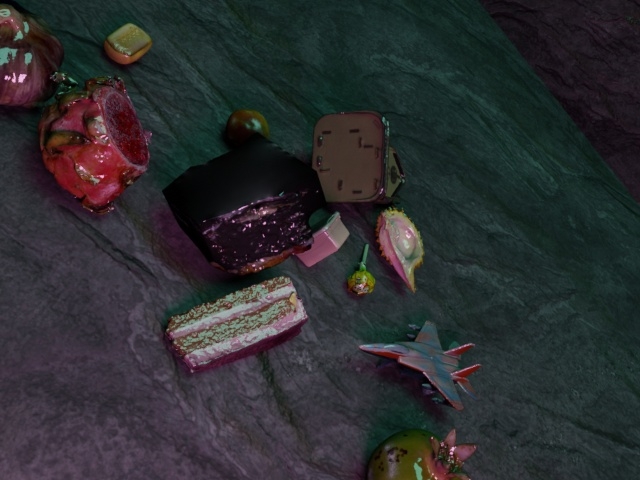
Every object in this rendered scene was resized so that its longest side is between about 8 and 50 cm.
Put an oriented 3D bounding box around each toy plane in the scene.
[{"bbox_3d":[0.200,0.255,1.615,0.326,0.104,0.223,11,47,-30],"label":"toy plane"}]

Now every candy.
[{"bbox_3d":[0.098,0.061,1.757,0.062,0.058,0.194,7,31,4],"label":"candy"}]

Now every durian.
[{"bbox_3d":[0.187,0.030,1.842,0.140,0.078,0.224,22,52,-44],"label":"durian"}]

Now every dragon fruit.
[{"bbox_3d":[-0.403,-0.195,1.395,0.211,0.147,0.282,-6,80,-63],"label":"dragon fruit"}]

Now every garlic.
[{"bbox_3d":[-0.591,-0.367,1.436,0.245,0.160,0.245,25,40,-24],"label":"garlic"}]

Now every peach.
[{"bbox_3d":[-0.166,-0.252,1.762,0.101,0.101,0.100,24,42,-24],"label":"peach"}]

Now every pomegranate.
[{"bbox_3d":[0.185,0.413,1.354,0.182,0.224,0.181,17,52,-24],"label":"pomegranate"}]

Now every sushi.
[{"bbox_3d":[-0.133,-0.046,1.487,0.227,0.212,0.215,-35,43,-17],"label":"sushi"}]

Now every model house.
[{"bbox_3d":[0.125,-0.189,1.907,0.279,0.205,0.218,6,87,-61],"label":"model house"}]

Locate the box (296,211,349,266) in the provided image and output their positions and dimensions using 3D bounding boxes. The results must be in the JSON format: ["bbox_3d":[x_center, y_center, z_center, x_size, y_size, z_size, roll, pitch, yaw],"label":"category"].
[{"bbox_3d":[0.000,0.000,1.664,0.062,0.122,0.089,52,36,-10],"label":"box"}]

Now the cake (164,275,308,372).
[{"bbox_3d":[-0.142,0.149,1.410,0.295,0.113,0.116,-16,64,-42],"label":"cake"}]

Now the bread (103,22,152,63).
[{"bbox_3d":[-0.437,-0.438,1.728,0.082,0.056,0.115,34,43,-6],"label":"bread"}]
